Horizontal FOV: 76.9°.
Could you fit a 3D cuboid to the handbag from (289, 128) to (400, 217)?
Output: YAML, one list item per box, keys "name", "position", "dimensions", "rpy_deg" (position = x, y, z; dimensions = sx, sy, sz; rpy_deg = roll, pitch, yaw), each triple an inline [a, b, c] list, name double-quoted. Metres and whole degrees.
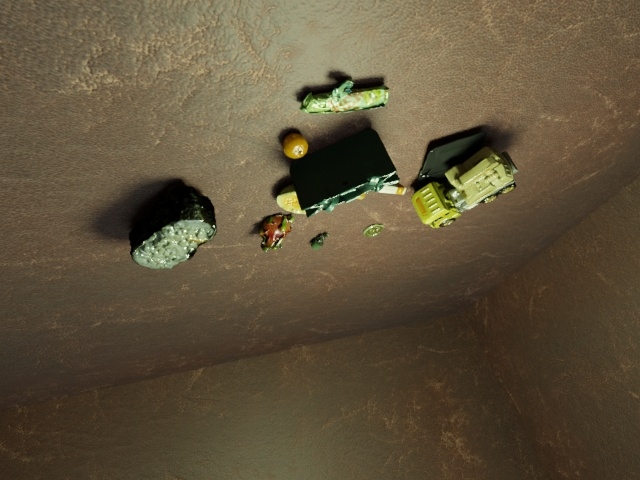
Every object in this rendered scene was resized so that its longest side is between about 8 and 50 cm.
- name: "handbag"
  position: [0.071, -0.223, 1.325]
  dimensions: [0.327, 0.238, 0.089]
  rpy_deg: [-21, 141, 5]

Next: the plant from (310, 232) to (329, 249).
- name: "plant"
  position: [0.000, 0.000, 1.855]
  dimensions: [0.051, 0.051, 0.102]
  rpy_deg: [11, 135, -41]

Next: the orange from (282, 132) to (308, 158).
- name: "orange"
  position: [-0.081, -0.298, 1.278]
  dimensions: [0.084, 0.070, 0.083]
  rpy_deg: [-16, 147, -11]

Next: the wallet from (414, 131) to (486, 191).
- name: "wallet"
  position: [0.518, -0.307, 1.638]
  dimensions: [0.248, 0.041, 0.322]
  rpy_deg: [-16, 154, -4]

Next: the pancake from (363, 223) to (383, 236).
- name: "pancake"
  position: [0.256, -0.047, 1.956]
  dimensions: [0.108, 0.017, 0.108]
  rpy_deg: [-17, 149, -11]

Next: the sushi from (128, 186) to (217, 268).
- name: "sushi"
  position: [-0.502, -0.042, 1.374]
  dimensions: [0.350, 0.170, 0.211]
  rpy_deg: [-37, 144, 28]

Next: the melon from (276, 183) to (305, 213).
- name: "melon"
  position: [-0.099, -0.168, 1.495]
  dimensions: [0.129, 0.079, 0.160]
  rpy_deg: [-3, 153, 8]

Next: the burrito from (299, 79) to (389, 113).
- name: "burrito"
  position: [0.079, -0.422, 1.174]
  dimensions: [0.289, 0.054, 0.104]
  rpy_deg: [-12, 150, -12]

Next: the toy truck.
- name: "toy truck"
  position: [0.566, -0.210, 1.619]
  dimensions: [0.405, 0.180, 0.254]
  rpy_deg: [-34, 157, 34]

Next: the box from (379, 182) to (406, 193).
- name: "box"
  position: [0.185, -0.225, 1.402]
  dimensions: [0.122, 0.220, 0.032]
  rpy_deg: [-1, 123, -36]

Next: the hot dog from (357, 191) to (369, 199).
- name: "hot dog"
  position: [0.096, -0.218, 1.523]
  dimensions: [0.250, 0.076, 0.104]
  rpy_deg: [7, 123, -44]

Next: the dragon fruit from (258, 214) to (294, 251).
- name: "dragon fruit"
  position: [-0.186, -0.030, 1.653]
  dimensions: [0.139, 0.174, 0.142]
  rpy_deg: [20, 164, -35]
